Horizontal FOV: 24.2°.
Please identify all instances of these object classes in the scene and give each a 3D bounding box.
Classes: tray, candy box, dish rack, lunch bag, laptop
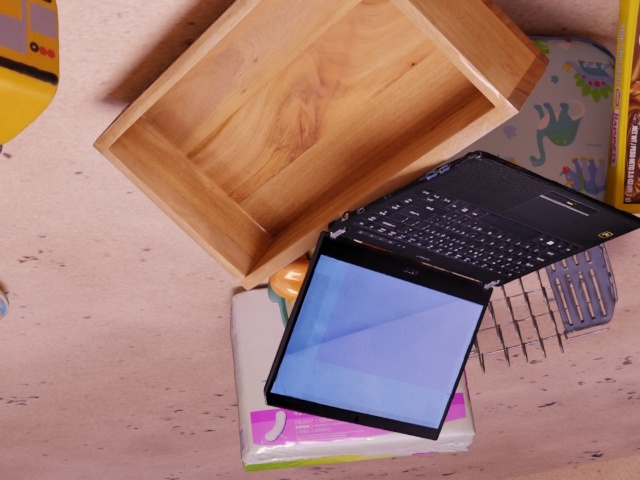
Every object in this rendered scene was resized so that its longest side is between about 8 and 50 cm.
[{"bbox_3d":[-0.017,-0.114,1.257,0.203,0.076,0.411,43,143,-10],"label":"tray"},{"bbox_3d":[0.306,-0.125,1.299,0.105,0.206,0.027,-2,-167,-15],"label":"candy box"},{"bbox_3d":[0.215,0.071,1.781,0.271,0.074,0.208,-16,121,11],"label":"dish rack"},{"bbox_3d":[0.168,-0.094,1.349,0.219,0.176,0.090,0,163,-18],"label":"lunch bag"},{"bbox_3d":[0.115,0.057,1.274,0.264,0.136,0.234,-26,150,37],"label":"laptop"}]

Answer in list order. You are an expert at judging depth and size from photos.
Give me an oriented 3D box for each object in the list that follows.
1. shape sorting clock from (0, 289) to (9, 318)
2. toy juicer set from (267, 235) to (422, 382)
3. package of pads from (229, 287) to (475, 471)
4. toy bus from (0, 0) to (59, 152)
[{"bbox_3d":[-0.485,0.078,1.822,0.206,0.040,0.206,-5,159,-2],"label":"shape sorting clock"},{"bbox_3d":[0.000,0.000,1.462,0.089,0.209,0.329,6,-163,-23],"label":"toy juicer set"},{"bbox_3d":[0.036,0.164,1.916,0.296,0.229,0.101,-5,156,-5],"label":"package of pads"},{"bbox_3d":[-0.359,-0.107,1.249,0.332,0.130,0.108,-24,153,39],"label":"toy bus"}]
